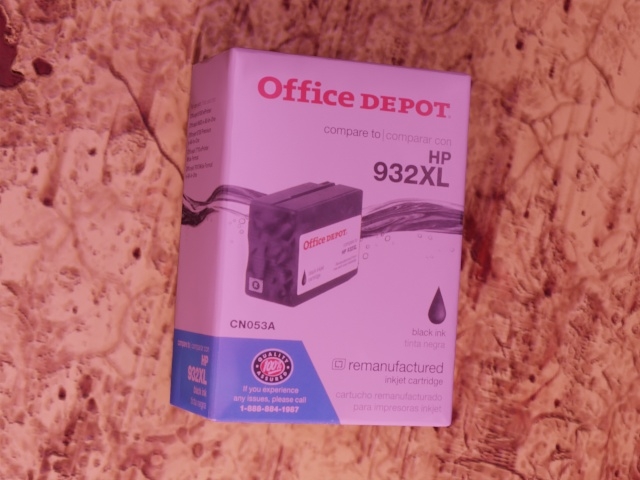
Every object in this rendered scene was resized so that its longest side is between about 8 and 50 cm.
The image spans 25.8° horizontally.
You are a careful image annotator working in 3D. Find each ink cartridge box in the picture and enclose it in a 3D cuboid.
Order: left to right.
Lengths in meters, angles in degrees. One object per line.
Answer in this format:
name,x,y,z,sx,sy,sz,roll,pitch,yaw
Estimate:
ink cartridge box,0.000,0.000,1.209,0.223,0.129,0.307,4,88,-20
